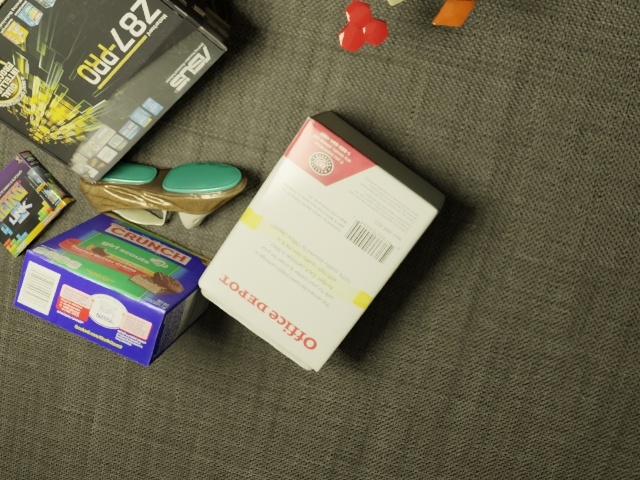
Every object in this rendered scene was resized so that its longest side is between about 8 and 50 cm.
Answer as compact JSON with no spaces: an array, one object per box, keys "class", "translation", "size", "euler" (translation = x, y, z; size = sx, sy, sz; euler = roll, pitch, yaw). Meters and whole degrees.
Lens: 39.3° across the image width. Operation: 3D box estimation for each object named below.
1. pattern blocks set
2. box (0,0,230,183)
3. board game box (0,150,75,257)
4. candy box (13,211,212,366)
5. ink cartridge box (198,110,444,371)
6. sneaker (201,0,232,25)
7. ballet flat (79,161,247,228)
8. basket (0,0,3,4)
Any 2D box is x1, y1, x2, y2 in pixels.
[{"class":"pattern blocks set","translation":[0.148,-0.461,1.387],"size":[0.325,0.026,0.285],"euler":[-18,106,7]},{"class":"box","translation":[-0.400,-0.319,1.542],"size":[0.318,0.097,0.395],"euler":[36,121,-28]},{"class":"board game box","translation":[-0.602,-0.073,1.811],"size":[0.170,0.048,0.141],"euler":[-43,93,18]},{"class":"candy box","translation":[-0.360,0.078,1.656],"size":[0.268,0.317,0.122],"euler":[23,106,5]},{"class":"ink cartridge box","translation":[0.000,0.000,1.640],"size":[0.279,0.160,0.384],"euler":[37,108,1]},{"class":"sneaker","translation":[-0.262,-0.491,1.608],"size":[0.130,0.109,0.286],"euler":[-12,97,25]},{"class":"ballet flat","translation":[-0.296,-0.082,1.720],"size":[0.343,0.116,0.124],"euler":[2,126,12]},{"class":"basket","translation":[-0.608,-0.398,1.666],"size":[0.255,0.201,0.288],"euler":[-9,129,11]}]
